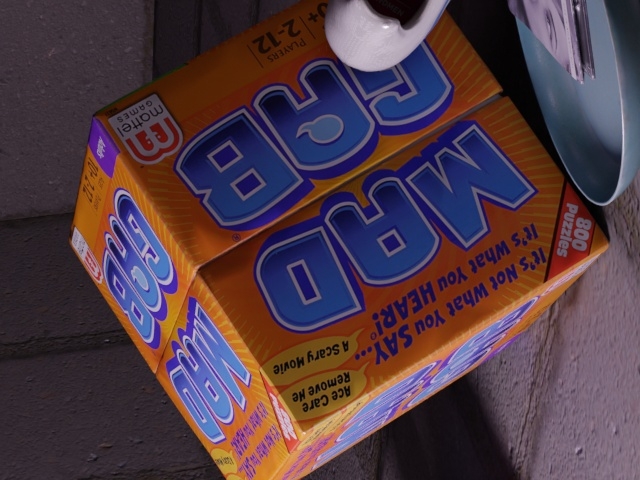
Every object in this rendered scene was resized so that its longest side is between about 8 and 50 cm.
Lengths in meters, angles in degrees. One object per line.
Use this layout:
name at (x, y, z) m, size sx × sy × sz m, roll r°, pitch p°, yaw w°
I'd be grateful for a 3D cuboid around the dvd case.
dvd case at (0.186, -0.245, 1.678) m, size 0.221 × 0.018 × 0.164 m, roll -117°, pitch 14°, yaw -64°

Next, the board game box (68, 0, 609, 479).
board game box at (0.000, 0.000, 1.953) m, size 0.356 × 0.356 × 0.356 m, roll 56°, pitch 161°, yaw 10°

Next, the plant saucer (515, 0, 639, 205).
plant saucer at (0.228, -0.189, 1.709) m, size 0.317 × 0.044 × 0.317 m, roll 165°, pitch 90°, yaw -85°

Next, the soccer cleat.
soccer cleat at (0.117, -0.300, 1.797) m, size 0.331 × 0.116 × 0.143 m, roll -60°, pitch 1°, yaw -16°
